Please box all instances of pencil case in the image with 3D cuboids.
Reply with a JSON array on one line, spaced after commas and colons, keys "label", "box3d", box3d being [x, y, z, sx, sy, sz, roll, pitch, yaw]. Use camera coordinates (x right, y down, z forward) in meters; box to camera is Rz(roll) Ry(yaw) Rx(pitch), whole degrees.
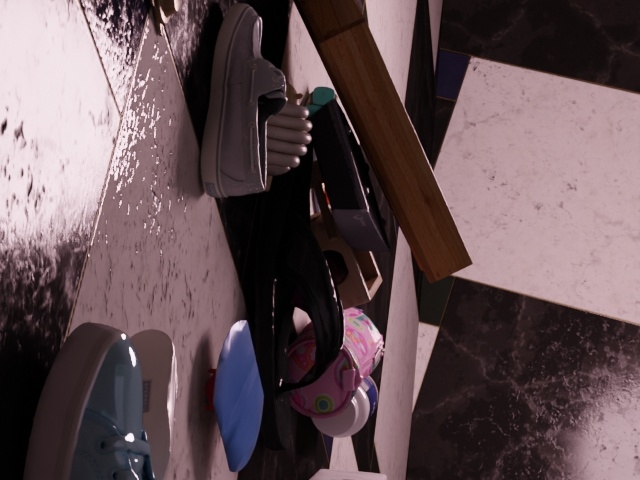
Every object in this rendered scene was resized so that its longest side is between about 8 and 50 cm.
[{"label": "pencil case", "box3d": [0.019, 0.169, 2.120, 0.284, 0.124, 0.124, -27, 119, -78]}]

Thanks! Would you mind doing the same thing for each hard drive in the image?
[{"label": "hard drive", "box3d": [0.038, -0.075, 1.937, 0.254, 0.054, 0.172, 51, 22, -75]}]

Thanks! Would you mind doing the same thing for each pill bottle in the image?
[{"label": "pill bottle", "box3d": [0.034, 0.254, 2.294, 0.169, 0.094, 0.094, -19, 111, -79]}]

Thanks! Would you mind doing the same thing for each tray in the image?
[{"label": "tray", "box3d": [0.082, -0.156, 2.016, 0.411, 0.076, 0.203, 62, 4, -34]}]

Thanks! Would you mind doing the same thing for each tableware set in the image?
[{"label": "tableware set", "box3d": [-0.141, -0.280, 1.361, 0.141, 0.020, 0.168, 81, 13, -56]}]

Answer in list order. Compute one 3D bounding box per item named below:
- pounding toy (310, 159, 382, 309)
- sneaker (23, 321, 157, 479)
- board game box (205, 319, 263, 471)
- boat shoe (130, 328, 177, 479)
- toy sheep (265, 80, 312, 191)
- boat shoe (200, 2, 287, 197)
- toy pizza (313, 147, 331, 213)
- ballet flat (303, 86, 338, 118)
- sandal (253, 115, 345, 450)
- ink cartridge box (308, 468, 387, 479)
[{"label": "pounding toy", "box3d": [-0.004, -0.003, 2.051, 0.181, 0.094, 0.206, -49, 119, -74]}, {"label": "sneaker", "box3d": [-0.138, 0.246, 1.106, 0.135, 0.150, 0.365, 35, 57, -80]}, {"label": "board game box", "box3d": [-0.105, 0.174, 1.650, 0.133, 0.033, 0.168, -67, 153, -51]}, {"label": "boat shoe", "box3d": [-0.155, 0.167, 1.279, 0.063, 0.066, 0.184, 78, 8, -53]}, {"label": "toy sheep", "box3d": [-0.052, -0.122, 1.738, 0.091, 0.091, 0.132, -17, 114, -80]}, {"label": "boat shoe", "box3d": [-0.075, -0.150, 1.596, 0.079, 0.081, 0.227, 69, 26, -67]}, {"label": "toy pizza", "box3d": [0.019, -0.126, 2.308, 0.201, 0.032, 0.201, 2, 90, -81]}, {"label": "ballet flat", "box3d": [-0.002, -0.172, 2.114, 0.168, 0.057, 0.052, -66, 166, -65]}, {"label": "sandal", "box3d": [-0.021, 0.042, 1.875, 0.167, 0.107, 0.445, 61, 31, -72]}, {"label": "ink cartridge box", "box3d": [0.024, 0.469, 2.218, 0.283, 0.117, 0.207, -2, 94, -81]}]
